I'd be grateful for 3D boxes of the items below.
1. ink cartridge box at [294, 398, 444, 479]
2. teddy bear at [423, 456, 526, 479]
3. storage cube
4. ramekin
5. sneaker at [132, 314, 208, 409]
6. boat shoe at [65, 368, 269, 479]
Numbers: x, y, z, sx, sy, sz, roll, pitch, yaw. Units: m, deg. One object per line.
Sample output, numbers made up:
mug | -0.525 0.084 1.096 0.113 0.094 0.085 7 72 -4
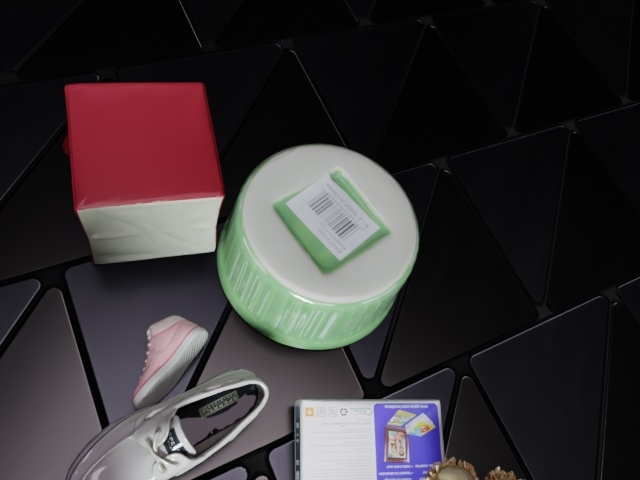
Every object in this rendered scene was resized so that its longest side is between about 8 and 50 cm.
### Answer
ink cartridge box | 0.069 0.323 0.739 0.206 0.045 0.208 4 68 -12
teddy bear | 0.181 0.443 0.661 0.245 0.113 0.338 6 71 -29
storage cube | -0.254 -0.094 0.795 0.215 0.183 0.193 -7 67 -19
ramekin | 0.000 0.000 0.831 0.303 0.148 0.303 6 62 -12
sneaker | -0.222 0.162 0.751 0.070 0.051 0.134 29 69 22
boat shoe | -0.183 0.248 0.682 0.268 0.088 0.096 -22 88 -26
